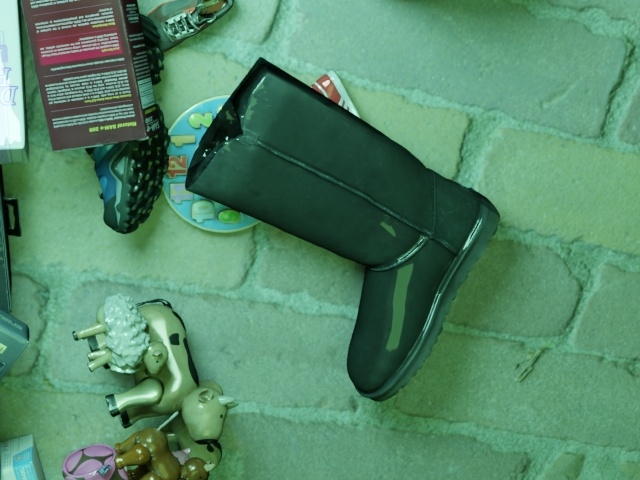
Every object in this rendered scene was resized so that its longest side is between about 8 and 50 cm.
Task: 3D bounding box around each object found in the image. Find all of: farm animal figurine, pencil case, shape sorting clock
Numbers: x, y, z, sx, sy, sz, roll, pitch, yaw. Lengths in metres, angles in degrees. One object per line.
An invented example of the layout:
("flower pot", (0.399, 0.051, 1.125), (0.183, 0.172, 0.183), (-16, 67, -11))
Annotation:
("farm animal figurine", (-0.212, 0.234, 1.554), (0.172, 0.330, 0.327), (-21, 84, -5))
("pencil case", (-0.326, 0.421, 1.652), (0.098, 0.095, 0.209), (-23, 116, -24))
("shape sorting clock", (-0.134, -0.110, 1.550), (0.206, 0.040, 0.206), (-5, 109, -13))

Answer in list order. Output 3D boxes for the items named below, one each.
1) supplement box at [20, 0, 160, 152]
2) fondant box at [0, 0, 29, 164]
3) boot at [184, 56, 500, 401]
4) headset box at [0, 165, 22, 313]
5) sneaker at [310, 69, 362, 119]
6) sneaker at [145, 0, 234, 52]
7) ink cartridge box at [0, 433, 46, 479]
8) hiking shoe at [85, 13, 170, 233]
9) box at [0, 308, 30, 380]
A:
("supplement box", (-0.290, -0.240, 1.336), (0.130, 0.073, 0.239), (-6, 103, 9))
("fondant box", (-0.490, -0.257, 1.303), (0.238, 0.096, 0.330), (-4, 83, -14))
("boot", (0.001, -0.002, 1.540), (0.445, 0.146, 0.367), (28, 91, -30))
("headset box", (-0.546, -0.024, 1.418), (0.283, 0.131, 0.246), (-4, 109, -15))
("sneaker", (0.019, -0.185, 1.565), (0.067, 0.042, 0.118), (-32, 108, -5))
("sneaker", (-0.187, -0.304, 1.456), (0.158, 0.065, 0.061), (-35, 113, -2))
("ink cartridge box", (-0.490, 0.364, 1.584), (0.143, 0.092, 0.090), (-13, 110, -10))
("hiking shoe", (-0.287, -0.162, 1.463), (0.132, 0.113, 0.304), (8, 104, 20))
("box", (-0.525, 0.135, 1.376), (0.232, 0.059, 0.183), (34, 98, -23))
